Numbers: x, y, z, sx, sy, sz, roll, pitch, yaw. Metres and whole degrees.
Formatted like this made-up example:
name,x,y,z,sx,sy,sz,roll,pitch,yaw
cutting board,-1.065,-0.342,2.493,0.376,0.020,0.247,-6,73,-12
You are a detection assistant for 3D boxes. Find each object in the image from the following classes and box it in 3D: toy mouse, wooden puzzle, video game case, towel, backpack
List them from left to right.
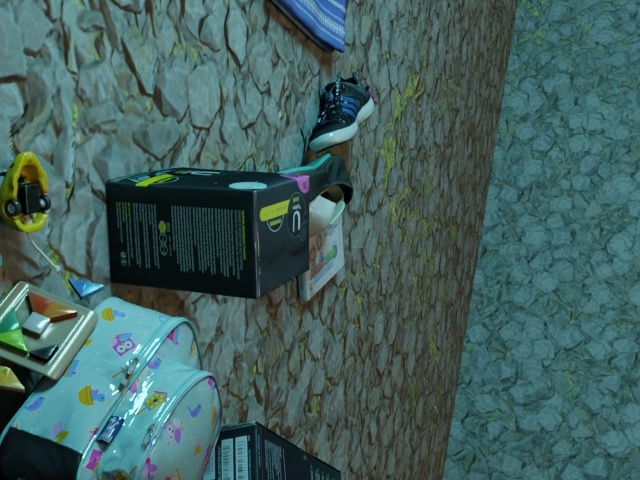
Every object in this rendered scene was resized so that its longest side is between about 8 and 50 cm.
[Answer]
name,x,y,z,sx,sy,sz,roll,pitch,yaw
toy mouse,-0.255,-0.033,0.542,0.143,0.031,0.161,-35,126,-63
wooden puzzle,-0.223,0.069,0.597,0.014,0.079,0.116,112,-4,-49
backpack,-0.164,0.150,0.650,0.165,0.144,0.188,86,15,-48
video game case,0.000,0.000,1.193,0.157,0.019,0.143,-40,131,-60
towel,0.004,-0.463,1.079,0.243,0.040,0.335,16,80,-67

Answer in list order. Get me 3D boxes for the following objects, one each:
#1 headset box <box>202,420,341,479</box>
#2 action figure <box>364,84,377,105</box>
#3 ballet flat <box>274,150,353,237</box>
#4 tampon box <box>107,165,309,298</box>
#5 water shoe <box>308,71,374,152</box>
name,x,y,z,sx,sy,sz,roll,pitch,yaw
headset box,-0.064,0.366,0.857,0.283,0.131,0.246,50,30,-55
action figure,0.076,-0.251,1.317,0.115,0.030,0.038,8,83,-70
ballet flat,-0.016,-0.057,1.018,0.096,0.095,0.280,61,28,-2
tampon box,-0.105,-0.013,0.742,0.120,0.161,0.101,-28,121,-65
water shoe,0.020,-0.197,1.161,0.080,0.073,0.203,63,28,-17
